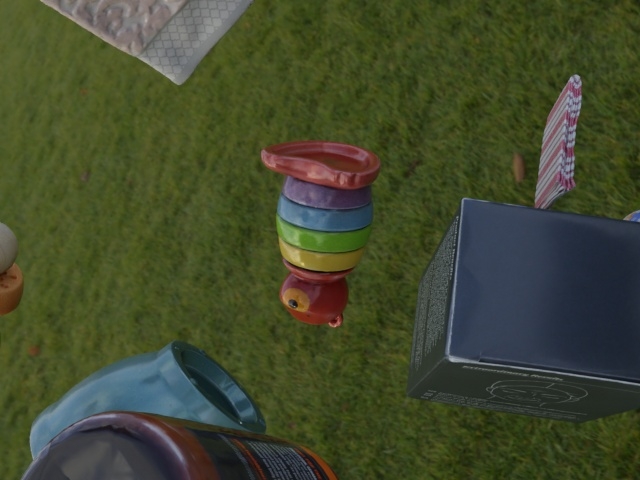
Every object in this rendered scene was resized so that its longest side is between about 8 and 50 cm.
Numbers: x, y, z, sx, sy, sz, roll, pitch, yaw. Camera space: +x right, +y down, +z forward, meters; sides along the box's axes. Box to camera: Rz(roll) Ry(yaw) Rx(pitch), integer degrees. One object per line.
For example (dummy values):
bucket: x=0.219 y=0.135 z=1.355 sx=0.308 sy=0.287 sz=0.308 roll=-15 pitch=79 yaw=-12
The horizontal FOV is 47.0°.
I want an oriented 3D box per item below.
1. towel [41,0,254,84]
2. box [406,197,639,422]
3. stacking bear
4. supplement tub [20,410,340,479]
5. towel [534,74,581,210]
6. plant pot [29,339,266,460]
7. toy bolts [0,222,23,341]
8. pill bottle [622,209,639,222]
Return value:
towel: x=-0.204 y=-0.402 z=1.024 sx=0.332 sy=0.317 sz=0.053 roll=-44 pitch=56 yaw=13
box: x=0.299 y=0.122 z=1.054 sx=0.395 sy=0.294 sz=0.211 roll=93 pitch=-175 yaw=-72
stacking bear: x=0.000 y=0.000 z=1.168 sx=0.176 sy=0.164 sz=0.288 roll=16 pitch=113 yaw=23
supplement tub: x=-0.048 y=0.146 z=0.364 sx=0.106 sy=0.198 sz=0.106 roll=-9 pitch=68 yaw=23
towel: x=0.381 y=-0.144 z=1.175 sx=0.144 sy=0.029 sz=0.196 roll=90 pitch=-168 yaw=-72
plant pot: x=-0.197 y=0.258 z=0.971 sx=0.196 sy=0.293 sz=0.293 roll=-47 pitch=39 yaw=2
toy bolts: x=-0.445 y=0.005 z=0.788 sx=0.158 sy=0.229 sz=0.218 roll=-61 pitch=38 yaw=19
pill bottle: x=0.642 y=0.022 z=1.345 sx=0.152 sy=0.152 sz=0.272 roll=-56 pitch=-3 yaw=8
